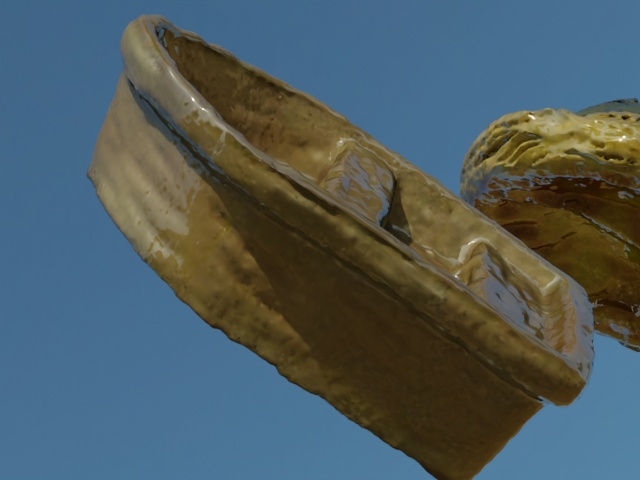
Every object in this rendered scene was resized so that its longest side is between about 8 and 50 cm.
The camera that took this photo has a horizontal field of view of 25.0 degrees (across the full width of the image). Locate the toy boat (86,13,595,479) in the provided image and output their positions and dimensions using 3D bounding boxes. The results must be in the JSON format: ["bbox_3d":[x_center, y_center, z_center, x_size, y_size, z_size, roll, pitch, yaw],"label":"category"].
[{"bbox_3d":[0.000,0.000,0.490,0.188,0.116,0.061,36,-72,-1],"label":"toy boat"}]

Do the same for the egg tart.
[{"bbox_3d":[0.292,-0.024,1.311,0.341,0.341,0.132,55,-127,-39],"label":"egg tart"}]
